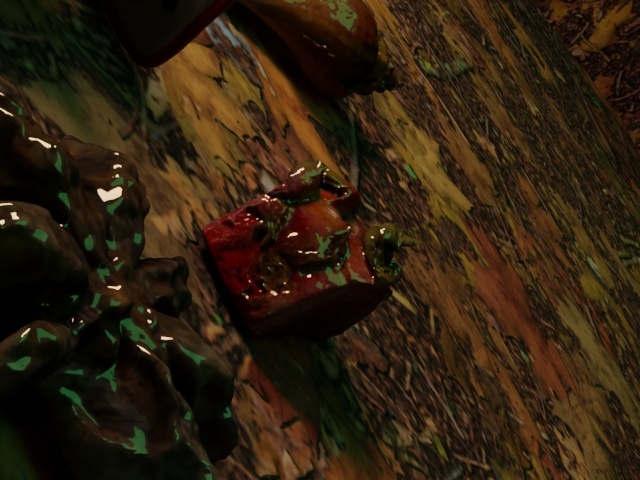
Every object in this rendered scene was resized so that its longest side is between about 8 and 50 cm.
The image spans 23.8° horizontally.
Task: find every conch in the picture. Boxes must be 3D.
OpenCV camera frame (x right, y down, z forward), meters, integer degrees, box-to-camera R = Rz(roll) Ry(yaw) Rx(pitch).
[{"bbox_3d":[-0.008,-0.186,1.251,0.233,0.080,0.086,46,12,-29],"label":"conch"}]

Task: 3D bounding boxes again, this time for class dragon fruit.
[{"bbox_3d":[0.000,0.000,0.919,0.102,0.096,0.147,55,15,7],"label":"dragon fruit"}]

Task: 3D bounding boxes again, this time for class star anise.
[{"bbox_3d":[-0.102,0.021,0.646,0.212,0.073,0.197,46,22,-37],"label":"star anise"}]

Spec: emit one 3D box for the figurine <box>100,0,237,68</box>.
[{"bbox_3d":[-0.151,-0.227,0.855,0.226,0.160,0.183,9,48,-57],"label":"figurine"}]
